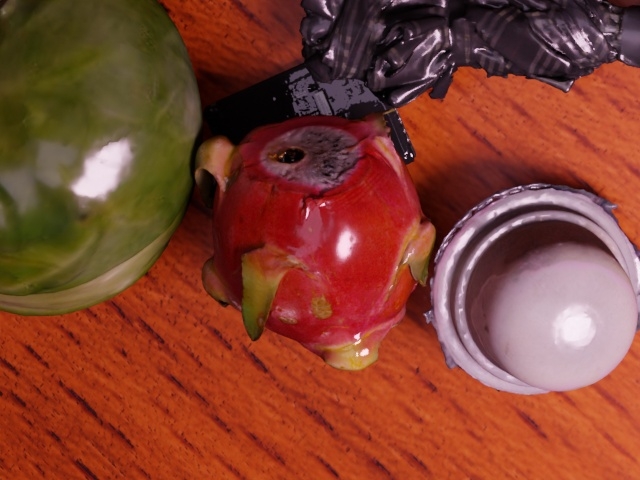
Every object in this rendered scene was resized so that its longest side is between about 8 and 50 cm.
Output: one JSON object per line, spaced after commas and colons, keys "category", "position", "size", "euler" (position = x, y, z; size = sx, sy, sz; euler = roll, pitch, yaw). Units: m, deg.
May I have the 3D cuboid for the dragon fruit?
{"category": "dragon fruit", "position": [-0.002, -0.003, 1.804], "size": [0.224, 0.224, 0.227], "euler": [15, 130, 14]}

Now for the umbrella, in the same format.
{"category": "umbrella", "position": [0.145, -0.178, 1.782], "size": [0.337, 0.128, 0.154], "euler": [16, 91, 10]}

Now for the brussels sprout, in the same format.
{"category": "brussels sprout", "position": [-0.280, -0.082, 1.841], "size": [0.371, 0.276, 0.314], "euler": [-23, 88, 19]}

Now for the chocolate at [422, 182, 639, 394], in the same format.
{"category": "chocolate", "position": [0.214, 0.064, 1.760], "size": [0.221, 0.147, 0.221], "euler": [-6, 111, -15]}

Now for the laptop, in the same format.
{"category": "laptop", "position": [-0.012, -0.102, 1.896], "size": [0.180, 0.016, 0.129], "euler": [-23, 91, 19]}
